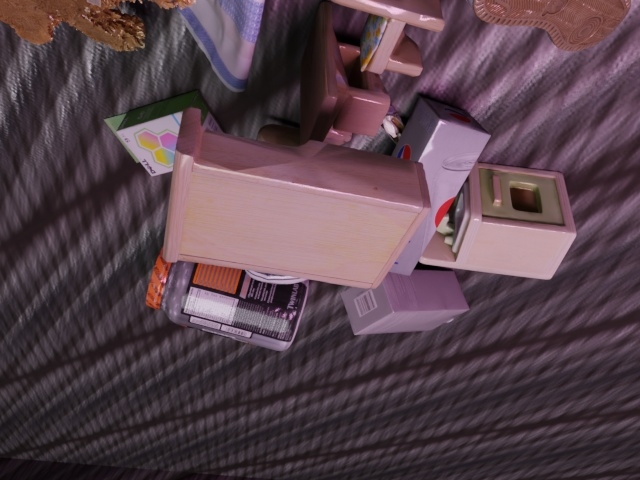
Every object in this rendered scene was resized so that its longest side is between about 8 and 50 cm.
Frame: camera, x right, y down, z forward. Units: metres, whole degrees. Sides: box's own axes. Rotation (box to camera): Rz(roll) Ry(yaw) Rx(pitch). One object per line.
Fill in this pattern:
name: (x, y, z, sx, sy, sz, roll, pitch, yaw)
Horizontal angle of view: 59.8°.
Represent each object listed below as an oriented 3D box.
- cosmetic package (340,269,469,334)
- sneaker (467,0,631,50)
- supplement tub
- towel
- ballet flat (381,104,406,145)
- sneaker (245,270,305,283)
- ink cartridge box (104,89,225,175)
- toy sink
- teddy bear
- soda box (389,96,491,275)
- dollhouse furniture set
cosmetic package: (0.178, 0.127, 1.150, 0.238, 0.107, 0.127, 3, 150, -41)
sneaker: (0.266, -0.335, 0.700, 0.282, 0.153, 0.099, -2, 146, -34)
supplement tub: (-0.198, 0.110, 1.203, 0.316, 0.193, 0.193, 17, 138, -7)
towel: (-0.119, -0.352, 0.679, 0.034, 0.209, 0.285, -14, 146, -30)
ballet flat: (0.130, -0.178, 0.930, 0.041, 0.041, 0.114, -24, 129, 32)
sneaker: (0.000, 0.000, 1.095, 0.321, 0.126, 0.127, -6, 143, 0)
ink cartridge box: (-0.284, -0.181, 0.989, 0.209, 0.062, 0.109, -10, 136, 21)
toy sink: (0.295, -0.043, 0.967, 0.234, 0.152, 0.131, 8, 139, 4)
teddy bear: (-0.302, -0.363, 0.719, 0.338, 0.113, 0.245, -12, 147, 44)
soda box: (0.157, -0.082, 0.923, 0.098, 0.091, 0.286, 12, 122, -21)
dollhouse furniture set: (-0.036, -0.159, 0.707, 0.257, 0.394, 0.362, 10, 141, -14)
